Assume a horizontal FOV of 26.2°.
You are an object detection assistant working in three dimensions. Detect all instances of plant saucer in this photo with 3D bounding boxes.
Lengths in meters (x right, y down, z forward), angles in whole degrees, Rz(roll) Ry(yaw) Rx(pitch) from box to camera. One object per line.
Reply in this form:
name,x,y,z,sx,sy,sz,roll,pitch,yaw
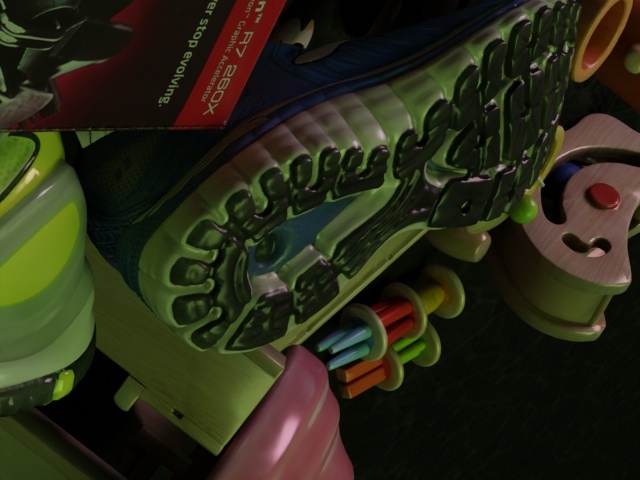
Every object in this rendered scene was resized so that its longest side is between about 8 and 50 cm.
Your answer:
plant saucer,-0.086,0.216,0.845,0.332,0.084,0.332,-53,-178,3

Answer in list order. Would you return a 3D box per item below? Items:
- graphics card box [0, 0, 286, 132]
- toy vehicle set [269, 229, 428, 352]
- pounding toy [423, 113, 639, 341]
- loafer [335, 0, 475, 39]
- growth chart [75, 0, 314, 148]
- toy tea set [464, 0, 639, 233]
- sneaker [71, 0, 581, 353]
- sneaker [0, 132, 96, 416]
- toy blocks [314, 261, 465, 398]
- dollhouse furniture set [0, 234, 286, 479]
graphics card box,-0.132,-0.150,0.447,0.371,0.094,0.233,-5,132,-51
toy vehicle set,0.000,0.000,0.988,0.267,0.035,0.166,-41,156,-10
pounding toy,0.222,-0.027,1.157,0.269,0.154,0.155,-28,151,-34
loafer,0.037,-0.181,0.697,0.084,0.096,0.267,-36,157,-6
growth chart,-0.072,-0.102,0.732,0.172,0.021,0.237,-41,157,-11
toy tea set,0.203,-0.107,0.978,0.336,0.124,0.200,-46,157,-22
sneaker,0.011,-0.070,0.719,0.330,0.147,0.130,-26,136,-37
sneaker,-0.261,0.013,0.518,0.384,0.145,0.147,-14,111,-46
toy blocks,0.047,0.092,1.187,0.148,0.054,0.123,-25,149,-38
dollhouse furniture set,-0.172,0.117,0.888,0.303,0.174,0.355,-52,-178,2
